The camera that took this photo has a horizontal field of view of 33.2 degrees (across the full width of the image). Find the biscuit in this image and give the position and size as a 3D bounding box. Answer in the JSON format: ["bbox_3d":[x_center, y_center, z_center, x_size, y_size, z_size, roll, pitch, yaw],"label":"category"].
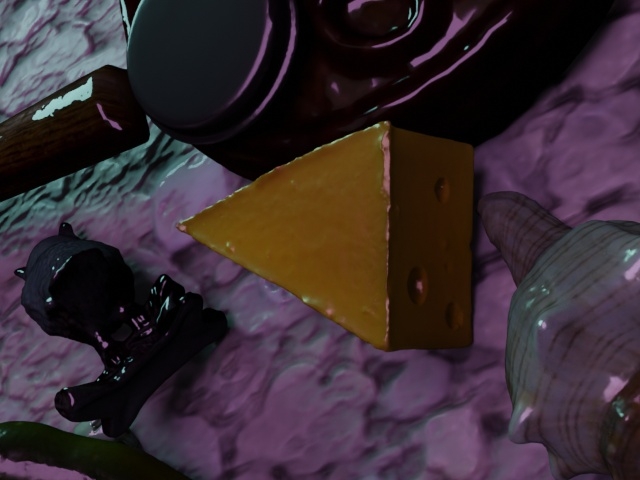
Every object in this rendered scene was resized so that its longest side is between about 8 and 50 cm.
[{"bbox_3d":[0.020,-0.234,0.736,0.407,0.091,0.408,-12,68,32],"label":"biscuit"}]

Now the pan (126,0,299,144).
[{"bbox_3d":[-0.085,-0.175,0.714,0.136,0.028,0.235,-25,66,27],"label":"pan"}]

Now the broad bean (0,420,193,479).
[{"bbox_3d":[-0.141,0.164,0.706,0.254,0.046,0.065,18,70,14],"label":"broad bean"}]

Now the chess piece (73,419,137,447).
[{"bbox_3d":[-0.180,0.168,0.767,0.103,0.067,0.067,-44,55,4],"label":"chess piece"}]

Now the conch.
[{"bbox_3d":[0.153,0.041,0.545,0.137,0.114,0.234,-16,60,15],"label":"conch"}]

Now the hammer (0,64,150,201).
[{"bbox_3d":[-0.293,-0.052,0.870,0.408,0.095,0.243,-20,64,35],"label":"hammer"}]

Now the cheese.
[{"bbox_3d":[0.000,0.000,0.668,0.171,0.093,0.126,0,87,38],"label":"cheese"}]

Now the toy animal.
[{"bbox_3d":[-0.181,0.037,0.763,0.121,0.117,0.210,-49,47,-12],"label":"toy animal"}]
